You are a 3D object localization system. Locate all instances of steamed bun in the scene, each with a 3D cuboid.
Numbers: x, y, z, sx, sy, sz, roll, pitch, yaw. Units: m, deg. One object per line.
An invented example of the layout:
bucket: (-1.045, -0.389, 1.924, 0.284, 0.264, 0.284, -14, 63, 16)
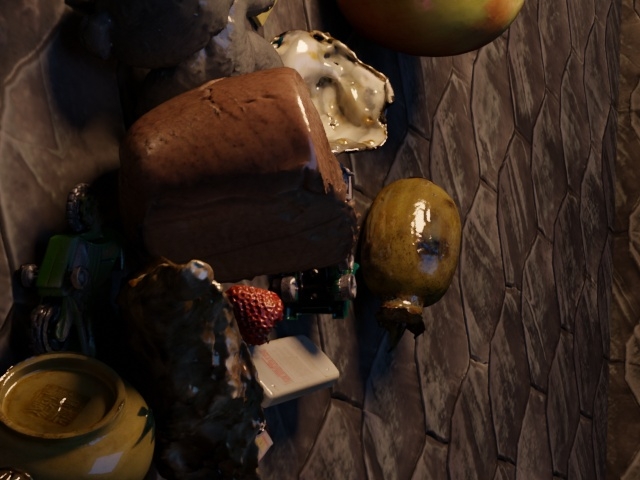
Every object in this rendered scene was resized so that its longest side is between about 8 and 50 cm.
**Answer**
steamed bun: (-0.094, -0.078, 1.306, 0.301, 0.251, 0.199, 71, 8, -68)

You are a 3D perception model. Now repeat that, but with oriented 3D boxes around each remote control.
remote control: (-0.047, 0.168, 1.555, 0.087, 0.029, 0.190, 46, 23, 18)

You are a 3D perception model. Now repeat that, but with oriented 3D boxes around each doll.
doll: (-0.154, -0.233, 1.368, 0.246, 0.158, 0.340, -53, 158, -5)

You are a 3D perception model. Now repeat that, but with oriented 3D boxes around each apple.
apple: (0.162, -0.428, 1.786, 0.319, 0.277, 0.319, -28, 122, -58)

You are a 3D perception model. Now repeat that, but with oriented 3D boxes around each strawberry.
strawberry: (-0.088, 0.089, 1.505, 0.083, 0.073, 0.073, 39, 46, -10)

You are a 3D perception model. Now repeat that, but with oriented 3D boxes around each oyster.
oyster: (-0.162, 0.129, 1.228, 0.111, 0.204, 0.396, -32, 138, -31)
oyster: (-0.012, -0.184, 1.591, 0.223, 0.214, 0.083, -29, 157, -34)

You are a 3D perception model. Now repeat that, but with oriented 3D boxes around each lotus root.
lotus root: (0.133, 0.029, 1.808, 0.154, 0.154, 0.278, 47, 49, -49)

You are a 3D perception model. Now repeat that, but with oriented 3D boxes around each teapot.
teapot: (-0.249, 0.219, 1.116, 0.269, 0.173, 0.183, -58, 160, -53)

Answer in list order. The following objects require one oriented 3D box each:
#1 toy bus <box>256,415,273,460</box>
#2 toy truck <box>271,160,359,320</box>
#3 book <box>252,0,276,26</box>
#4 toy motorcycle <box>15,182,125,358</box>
toy bus: (-0.118, 0.205, 1.445, 0.072, 0.057, 0.172, -53, 133, -36)
toy truck: (0.000, 0.000, 1.628, 0.116, 0.110, 0.216, 8, 79, -73)
book: (-0.077, -0.411, 1.582, 0.168, 0.013, 0.192, 56, 51, -43)
toy motorcycle: (-0.250, 0.040, 1.220, 0.106, 0.074, 0.190, 52, 44, -58)
